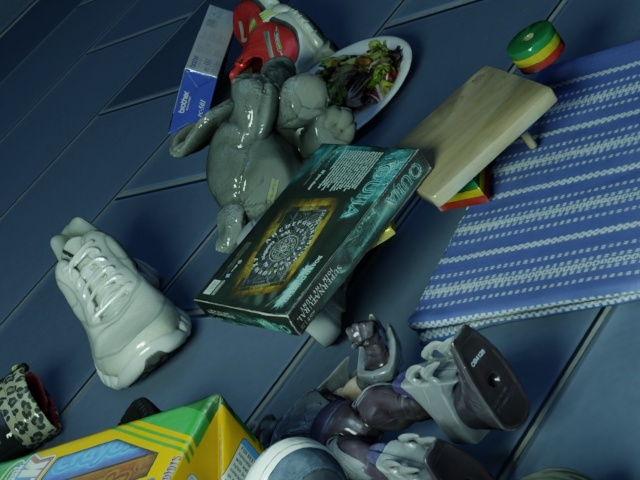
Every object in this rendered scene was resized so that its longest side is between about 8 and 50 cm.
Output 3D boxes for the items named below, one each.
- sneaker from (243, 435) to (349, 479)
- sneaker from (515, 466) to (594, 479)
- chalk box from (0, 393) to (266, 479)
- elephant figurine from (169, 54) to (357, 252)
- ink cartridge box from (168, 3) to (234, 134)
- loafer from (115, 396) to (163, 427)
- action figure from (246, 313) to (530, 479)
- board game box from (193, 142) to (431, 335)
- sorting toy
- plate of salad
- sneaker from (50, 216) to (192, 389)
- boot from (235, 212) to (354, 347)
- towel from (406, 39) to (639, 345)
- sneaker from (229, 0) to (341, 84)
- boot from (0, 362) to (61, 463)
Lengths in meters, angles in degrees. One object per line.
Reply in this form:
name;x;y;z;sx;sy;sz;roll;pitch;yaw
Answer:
sneaker;0.033;0.218;0.806;0.086;0.226;0.163;-14;14;-36
sneaker;0.068;0.222;0.894;0.227;0.087;0.130;-28;17;10
chalk box;-0.149;0.250;1.051;0.289;0.180;0.179;-19;29;37
elephant figurine;-0.066;-0.097;1.657;0.186;0.169;0.239;-11;10;-21
ink cartridge box;-0.151;-0.221;2.085;0.207;0.046;0.097;-80;7;-59
loafer;-0.105;0.186;1.234;0.080;0.078;0.220;-58;22;8
action figure;0.026;0.132;1.125;0.285;0.099;0.185;-12;43;55
board game box;-0.006;-0.005;1.302;0.126;0.026;0.186;8;53;50
sorting toy;0.122;-0.072;1.337;0.274;0.046;0.132;-42;23;-5
plate of salad;0.011;-0.166;1.767;0.200;0.048;0.200;-29;29;18
sneaker;-0.213;0.058;1.609;0.110;0.118;0.292;-38;23;-5
boot;0.000;0.000;1.415;0.123;0.095;0.258;-44;21;3
towel;0.223;-0.054;1.274;0.243;0.040;0.336;-14;34;43
sneaker;-0.071;-0.236;1.983;0.118;0.107;0.279;-45;22;-3
boot;-0.359;0.187;1.627;0.178;0.085;0.236;-36;28;-1
